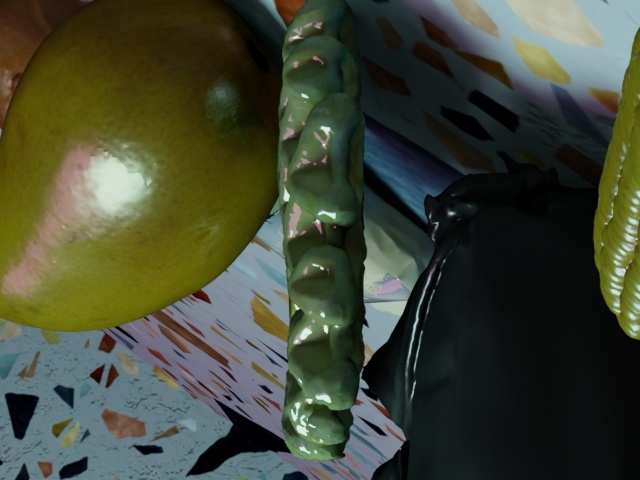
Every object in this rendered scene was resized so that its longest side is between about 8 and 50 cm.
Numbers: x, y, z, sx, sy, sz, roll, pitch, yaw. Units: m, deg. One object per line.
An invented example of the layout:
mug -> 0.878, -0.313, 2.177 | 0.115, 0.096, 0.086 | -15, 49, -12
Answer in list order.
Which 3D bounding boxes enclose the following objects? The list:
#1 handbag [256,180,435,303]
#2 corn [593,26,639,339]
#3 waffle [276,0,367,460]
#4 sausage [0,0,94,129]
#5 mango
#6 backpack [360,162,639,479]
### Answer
handbag -> 0.005, -0.020, 1.526 | 0.173, 0.095, 0.117 | 38, 154, -27
corn -> 0.191, -0.037, 0.845 | 0.131, 0.131, 0.344 | 36, 167, 14
waffle -> 0.000, 0.000, 1.240 | 0.056, 0.292, 0.309 | -1, 166, 0
sausage -> -0.172, -0.102, 1.569 | 0.268, 0.153, 0.141 | 47, -178, -23
mango -> -0.144, -0.048, 1.416 | 0.211, 0.317, 0.173 | 19, -143, -25
backpack -> 0.142, 0.151, 1.222 | 0.255, 0.363, 0.446 | 6, 172, 7
